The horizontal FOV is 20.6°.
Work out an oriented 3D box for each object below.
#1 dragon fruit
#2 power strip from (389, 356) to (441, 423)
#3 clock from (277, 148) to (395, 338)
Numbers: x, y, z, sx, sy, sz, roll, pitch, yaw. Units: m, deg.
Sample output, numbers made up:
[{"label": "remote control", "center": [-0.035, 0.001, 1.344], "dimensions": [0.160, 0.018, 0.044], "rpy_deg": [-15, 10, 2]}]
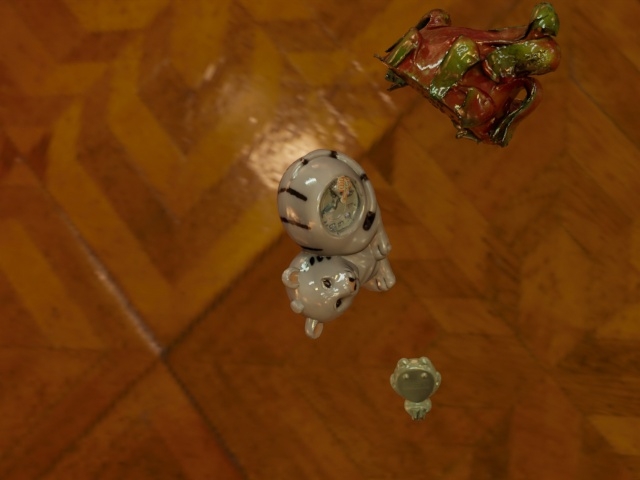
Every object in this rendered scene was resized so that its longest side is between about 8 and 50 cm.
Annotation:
[{"label": "dragon fruit", "center": [0.130, -0.134, 1.453], "dimensions": [0.175, 0.138, 0.142], "rpy_deg": [-29, 70, 21]}, {"label": "power strip", "center": [0.103, 0.161, 1.892], "dimensions": [0.055, 0.083, 0.035], "rpy_deg": [-4, 41, 4]}, {"label": "clock", "center": [0.000, 0.000, 1.745], "dimensions": [0.080, 0.117, 0.176], "rpy_deg": [11, 129, 44]}]
